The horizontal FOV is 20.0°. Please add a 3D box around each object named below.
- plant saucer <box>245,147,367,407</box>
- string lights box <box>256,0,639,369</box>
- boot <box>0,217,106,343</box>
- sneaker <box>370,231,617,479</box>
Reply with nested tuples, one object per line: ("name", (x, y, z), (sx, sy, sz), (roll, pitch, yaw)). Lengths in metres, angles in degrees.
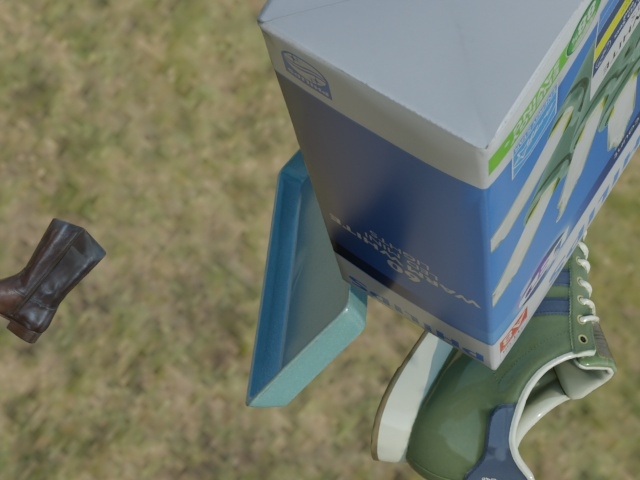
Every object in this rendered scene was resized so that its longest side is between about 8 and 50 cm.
("plant saucer", (0.000, 0.000, 0.805), (0.018, 0.067, 0.192), (35, 28, -18))
("string lights box", (0.059, -0.057, 0.604), (0.077, 0.133, 0.260), (31, -11, 14))
("boot", (-0.255, 0.017, 1.566), (0.106, 0.114, 0.037), (35, 14, -11))
("sneaker", (0.104, 0.040, 0.859), (0.086, 0.192, 0.064), (23, -24, 20))
